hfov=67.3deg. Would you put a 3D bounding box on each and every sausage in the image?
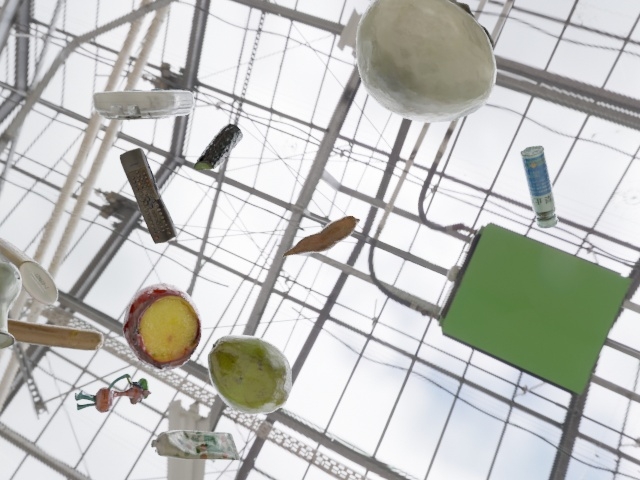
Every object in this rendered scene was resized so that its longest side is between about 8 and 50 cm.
[{"bbox_3d":[-0.752,0.256,1.311,0.301,0.066,0.065,15,-90,-19],"label":"sausage"}]

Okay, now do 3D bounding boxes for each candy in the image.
[{"bbox_3d":[0.294,-0.505,1.387,0.427,0.386,0.186,26,-121,18],"label":"candy"}]

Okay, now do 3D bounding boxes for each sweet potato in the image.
[{"bbox_3d":[0.000,0.000,1.044,0.195,0.056,0.056,-26,-99,7],"label":"sweet potato"}]

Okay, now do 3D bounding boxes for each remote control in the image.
[{"bbox_3d":[-0.372,-0.095,1.043,0.059,0.028,0.212,-20,-84,-1],"label":"remote control"}]

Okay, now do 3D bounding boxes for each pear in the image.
[{"bbox_3d":[-0.203,0.379,1.373,0.269,0.212,0.212,44,-83,-9],"label":"pear"}]

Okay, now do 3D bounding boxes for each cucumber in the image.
[{"bbox_3d":[-0.325,-0.297,1.517,0.078,0.211,0.062,5,-50,21],"label":"cucumber"}]

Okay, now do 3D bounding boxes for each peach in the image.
[{"bbox_3d":[-0.380,0.206,1.164,0.190,0.226,0.196,18,-124,-8],"label":"peach"}]

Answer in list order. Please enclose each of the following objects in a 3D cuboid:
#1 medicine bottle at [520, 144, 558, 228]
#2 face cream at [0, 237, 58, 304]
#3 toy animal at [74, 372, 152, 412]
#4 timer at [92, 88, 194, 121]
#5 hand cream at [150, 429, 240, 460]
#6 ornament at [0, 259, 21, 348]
[{"bbox_3d":[0.491,-0.117,1.074,0.051,0.051,0.191,-20,-65,11],"label":"medicine bottle"},{"bbox_3d":[-0.805,0.077,1.296,0.285,0.067,0.139,17,-45,40],"label":"face cream"},{"bbox_3d":[-0.608,0.446,1.417,0.100,0.208,0.103,10,-83,54],"label":"toy animal"},{"bbox_3d":[-0.528,-0.410,1.449,0.262,0.237,0.087,2,-71,10],"label":"timer"},{"bbox_3d":[-0.209,0.346,0.814,0.037,0.165,0.057,-52,-137,17],"label":"hand cream"},{"bbox_3d":[-0.543,0.100,0.801,0.075,0.081,0.156,-9,-127,-12],"label":"ornament"}]
